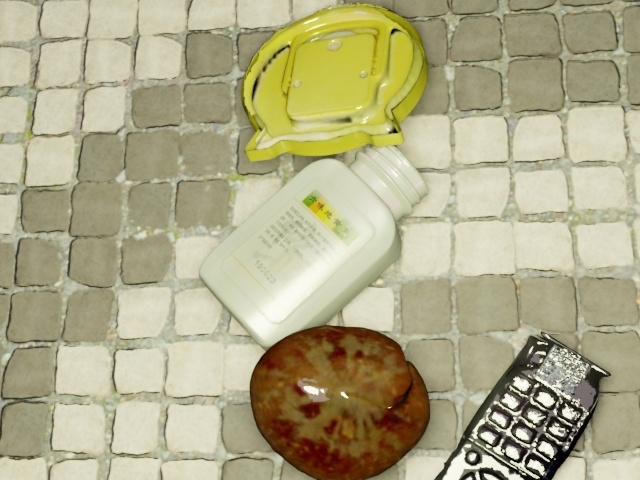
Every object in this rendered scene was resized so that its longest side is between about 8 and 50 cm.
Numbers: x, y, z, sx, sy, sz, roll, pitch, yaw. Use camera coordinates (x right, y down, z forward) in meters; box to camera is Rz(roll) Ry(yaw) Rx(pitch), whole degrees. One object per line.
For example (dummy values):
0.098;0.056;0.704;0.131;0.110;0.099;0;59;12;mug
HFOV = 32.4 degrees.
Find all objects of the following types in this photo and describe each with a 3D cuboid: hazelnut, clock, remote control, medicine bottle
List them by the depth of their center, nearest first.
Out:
0.024;0.216;1.421;0.233;0.218;0.218;3;72;-2;hazelnut
0.223;0.311;1.438;0.144;0.062;0.399;32;81;18;remote control
0.000;0.000;1.546;0.324;0.124;0.179;-43;66;-5;medicine bottle
0.022;-0.226;1.618;0.277;0.071;0.294;0;54;20;clock
